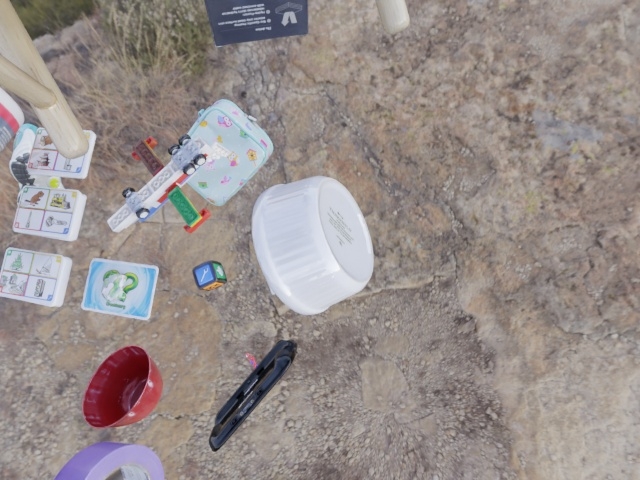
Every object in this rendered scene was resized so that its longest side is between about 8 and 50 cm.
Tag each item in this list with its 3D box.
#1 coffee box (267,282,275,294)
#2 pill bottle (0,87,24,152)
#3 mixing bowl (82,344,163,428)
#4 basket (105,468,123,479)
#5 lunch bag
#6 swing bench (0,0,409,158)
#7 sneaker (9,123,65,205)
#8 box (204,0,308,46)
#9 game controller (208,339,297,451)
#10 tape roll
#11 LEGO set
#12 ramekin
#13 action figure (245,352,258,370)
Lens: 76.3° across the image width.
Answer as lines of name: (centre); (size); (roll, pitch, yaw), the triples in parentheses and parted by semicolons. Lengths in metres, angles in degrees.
coffee box: (-0.063, 0.102, 1.468); (0.246, 0.141, 0.098); (-27, 81, 31)
pill bottle: (-0.369, -0.074, 0.359); (0.107, 0.108, 0.180); (16, 68, 16)
mixing bowl: (-0.430, 0.344, 0.928); (0.181, 0.098, 0.182); (-16, 48, 18)
basket: (-0.619, 0.801, 1.287); (0.227, 0.154, 0.204); (-44, 29, 13)
lunch bag: (-0.287, -0.257, 1.182); (0.224, 0.108, 0.279); (43, 120, -14)
swing bench: (-0.094, -0.219, 0.203); (0.253, 0.165, 0.255); (-25, 88, -7)
sneaker: (-0.662, -0.156, 0.962); (0.106, 0.275, 0.110); (-9, 64, -34)
box: (-0.102, -0.396, 0.612); (0.155, 0.158, 0.093); (-11, 66, -7)
game controller: (-0.170, 0.394, 1.050); (0.067, 0.166, 0.319); (39, 95, -10)
tape roll: (-0.379, 0.464, 0.725); (0.080, 0.189, 0.189); (-8, 66, 27)
LEGO set: (-0.195, -0.018, 0.411); (0.244, 0.060, 0.183); (5, 82, 16)
ramekin: (0.000, 0.000, 0.794); (0.127, 0.272, 0.273); (-20, 64, 28)
action figure: (-0.205, 0.411, 1.312); (0.030, 0.038, 0.115); (-34, 85, -14)
